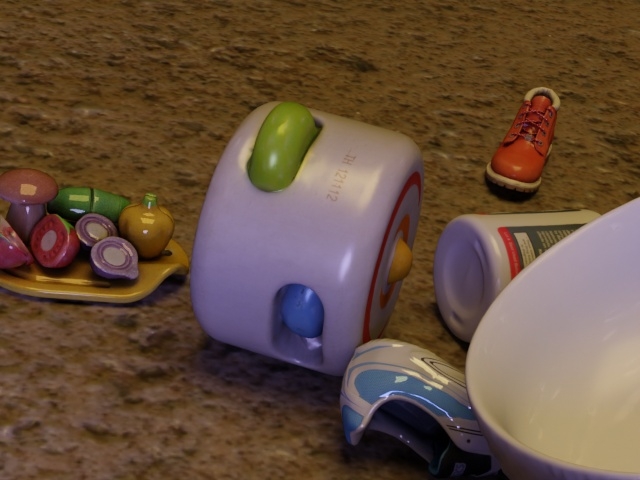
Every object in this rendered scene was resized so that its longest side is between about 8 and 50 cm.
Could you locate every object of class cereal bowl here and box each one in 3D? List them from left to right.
[{"bbox_3d":[0.266,0.087,0.806,0.339,0.141,0.339,-21,22,9],"label":"cereal bowl"}]

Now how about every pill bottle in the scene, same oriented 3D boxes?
[{"bbox_3d":[0.197,0.028,1.122,0.180,0.108,0.108,-3,31,-24],"label":"pill bottle"}]

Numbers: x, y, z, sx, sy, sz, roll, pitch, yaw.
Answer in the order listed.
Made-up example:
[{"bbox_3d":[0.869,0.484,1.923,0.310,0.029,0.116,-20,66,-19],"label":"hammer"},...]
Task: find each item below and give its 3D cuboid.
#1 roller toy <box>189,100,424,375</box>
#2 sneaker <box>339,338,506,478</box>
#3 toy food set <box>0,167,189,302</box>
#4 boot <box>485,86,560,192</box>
[{"bbox_3d":[0.000,0.000,1.016,0.146,0.191,0.209,16,5,12],"label":"roller toy"},{"bbox_3d":[0.127,0.140,0.939,0.237,0.085,0.086,16,60,-2],"label":"sneaker"},{"bbox_3d":[-0.212,-0.013,1.088,0.218,0.071,0.128,4,29,-12],"label":"toy food set"},{"bbox_3d":[0.217,-0.108,1.403,0.059,0.084,0.158,18,31,10],"label":"boot"}]
